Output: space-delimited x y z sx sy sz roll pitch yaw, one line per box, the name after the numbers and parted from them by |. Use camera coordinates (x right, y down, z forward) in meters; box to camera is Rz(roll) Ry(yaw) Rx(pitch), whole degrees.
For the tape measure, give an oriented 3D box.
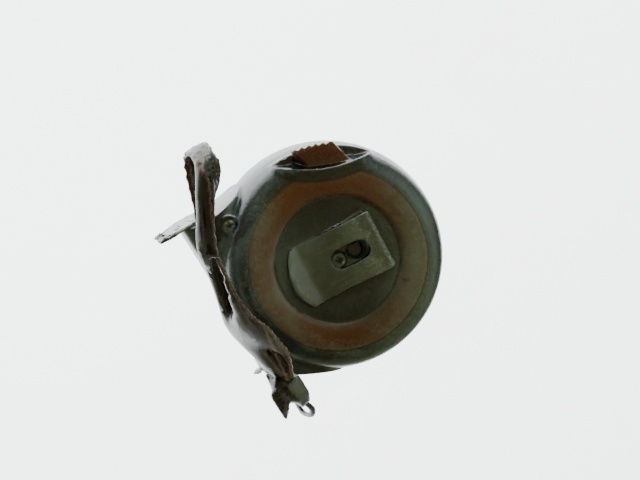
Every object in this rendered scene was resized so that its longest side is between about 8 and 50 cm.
0.002 0.004 0.750 0.107 0.180 0.104 -33 -95 -6 | tape measure
